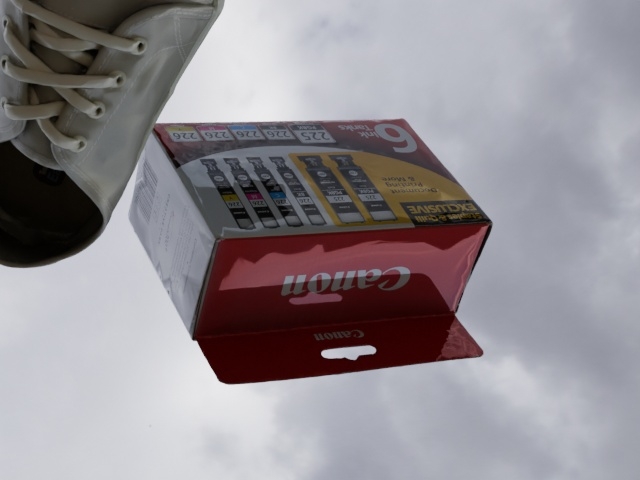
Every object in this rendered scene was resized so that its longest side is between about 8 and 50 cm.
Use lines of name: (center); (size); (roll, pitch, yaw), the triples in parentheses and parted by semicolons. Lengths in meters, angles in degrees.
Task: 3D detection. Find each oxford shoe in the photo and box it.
oxford shoe: (-0.179, -0.142, 0.937); (0.169, 0.449, 0.130); (24, -142, -3)

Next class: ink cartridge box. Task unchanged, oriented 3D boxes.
ink cartridge box: (0.000, 0.000, 1.268); (0.309, 0.130, 0.272); (-4, -141, -28)
